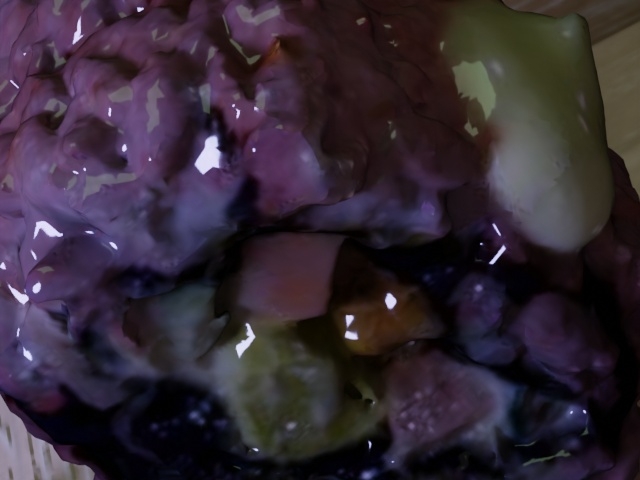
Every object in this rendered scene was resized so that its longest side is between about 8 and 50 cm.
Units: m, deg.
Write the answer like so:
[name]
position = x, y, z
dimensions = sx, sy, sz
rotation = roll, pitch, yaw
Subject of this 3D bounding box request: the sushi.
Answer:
[sushi]
position = 0.000, 0.000, 0.647
dimensions = 0.236, 0.270, 0.171
rotation = -33, 38, 18
